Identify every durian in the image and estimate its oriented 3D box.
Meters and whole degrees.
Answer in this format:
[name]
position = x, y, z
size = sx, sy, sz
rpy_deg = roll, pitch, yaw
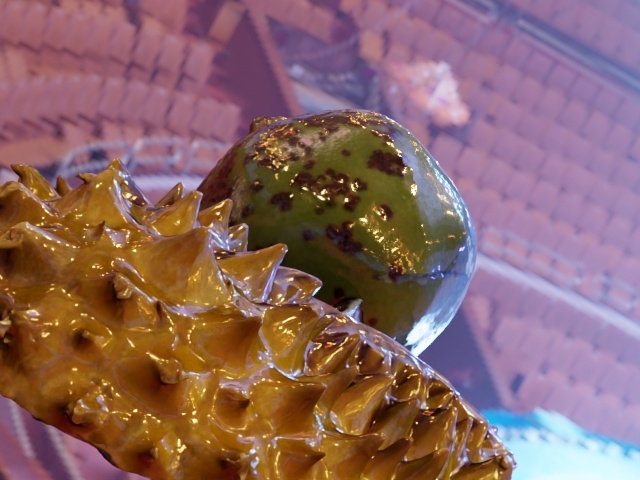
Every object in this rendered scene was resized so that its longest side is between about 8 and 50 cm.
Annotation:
[durian]
position = -0.024, 0.055, 0.643
size = 0.341, 0.112, 0.191
rpy_deg = 32, -9, -9

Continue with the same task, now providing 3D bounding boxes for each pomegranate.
[pomegranate]
position = 0.000, 0.000, 1.354
size = 0.254, 0.254, 0.270
rpy_deg = 22, 35, -38

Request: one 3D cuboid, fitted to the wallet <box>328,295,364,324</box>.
[wallet]
position = 0.003, 0.177, 1.192
size = 0.031, 0.255, 0.137
rpy_deg = 5, 16, 27
